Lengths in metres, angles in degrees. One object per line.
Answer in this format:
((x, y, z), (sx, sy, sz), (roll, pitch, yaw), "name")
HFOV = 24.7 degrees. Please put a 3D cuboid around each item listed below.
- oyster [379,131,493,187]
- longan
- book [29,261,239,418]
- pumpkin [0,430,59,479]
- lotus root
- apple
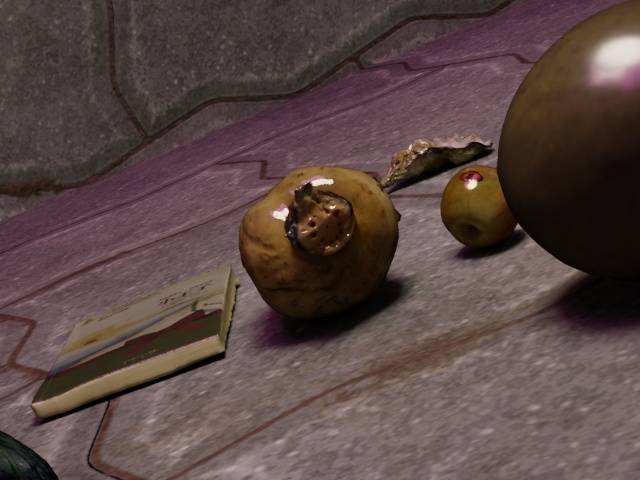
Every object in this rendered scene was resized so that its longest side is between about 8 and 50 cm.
((0.151, -0.113, 1.853), (0.122, 0.045, 0.146), (-16, 5, 34), "oyster")
((0.252, -0.080, 1.138), (0.248, 0.248, 0.248), (-20, 12, 4), "longan")
((-0.184, 0.100, 1.523), (0.201, 0.026, 0.289), (-22, 13, 3), "book")
((-0.254, 0.178, 0.955), (0.194, 0.194, 0.150), (-5, 49, 52), "pumpkin")
((0.000, 0.000, 1.397), (0.154, 0.140, 0.257), (-35, 3, -3), "lotus root")
((0.153, -0.031, 1.410), (0.084, 0.084, 0.071), (-9, 34, 44), "apple")
